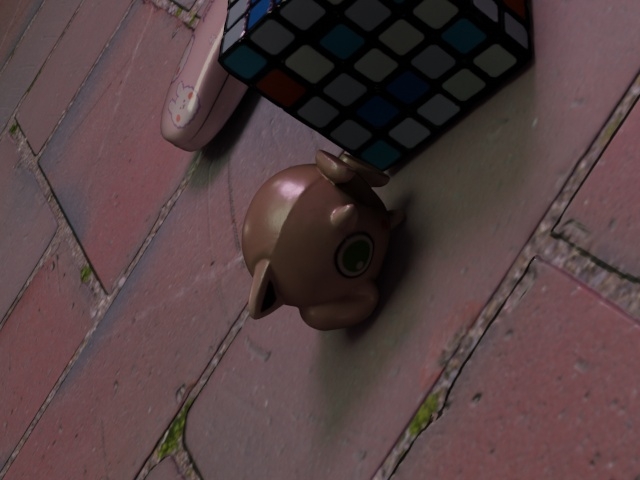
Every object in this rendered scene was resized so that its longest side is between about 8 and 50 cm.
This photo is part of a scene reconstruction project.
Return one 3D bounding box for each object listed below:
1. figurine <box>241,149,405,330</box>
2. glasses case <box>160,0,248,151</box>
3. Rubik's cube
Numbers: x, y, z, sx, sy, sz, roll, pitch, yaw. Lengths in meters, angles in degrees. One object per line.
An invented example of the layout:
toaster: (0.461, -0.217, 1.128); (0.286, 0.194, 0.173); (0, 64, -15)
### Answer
figurine: (0.000, 0.000, 1.013); (0.138, 0.125, 0.125); (-68, 25, 6)
glasses case: (-0.094, -0.237, 1.457); (0.297, 0.075, 0.113); (-63, 22, -5)
Rubik's cube: (0.046, -0.201, 1.059); (0.184, 0.187, 0.182); (-36, 34, 35)
